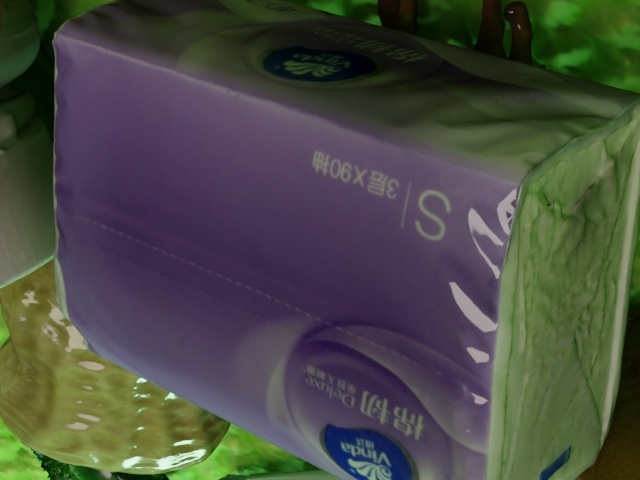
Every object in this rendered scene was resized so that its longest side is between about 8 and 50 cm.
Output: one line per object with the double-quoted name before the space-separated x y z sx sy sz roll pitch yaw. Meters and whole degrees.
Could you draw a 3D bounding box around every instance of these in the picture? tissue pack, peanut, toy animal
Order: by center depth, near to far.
"tissue pack" 0.000 0.000 0.773 0.338 0.160 0.242 20 124 33
"toy animal" 0.026 -0.091 0.859 0.224 0.066 0.230 23 131 14
"peanut" -0.158 0.080 1.020 0.196 0.110 0.233 11 126 1

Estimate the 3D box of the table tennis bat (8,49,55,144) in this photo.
"table tennis bat" -0.205 -0.089 0.980 0.257 0.039 0.160 -8 113 33

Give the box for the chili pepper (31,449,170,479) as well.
"chili pepper" -0.188 0.203 1.145 0.098 0.061 0.224 -35 104 31

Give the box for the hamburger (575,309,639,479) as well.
"hamburger" 0.249 0.146 0.823 0.309 0.211 0.132 -3 124 24

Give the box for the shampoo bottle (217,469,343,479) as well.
"shampoo bottle" 0.016 0.214 1.069 0.212 0.049 0.072 -5 123 25

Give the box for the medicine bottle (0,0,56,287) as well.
"medicine bottle" -0.302 -0.111 0.860 0.241 0.241 0.302 -9 109 28
